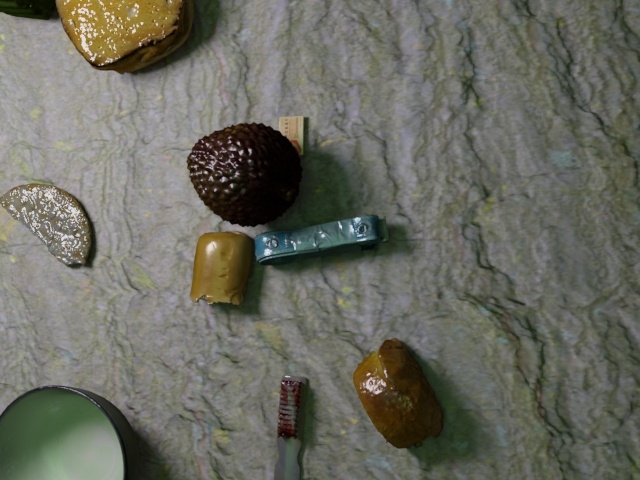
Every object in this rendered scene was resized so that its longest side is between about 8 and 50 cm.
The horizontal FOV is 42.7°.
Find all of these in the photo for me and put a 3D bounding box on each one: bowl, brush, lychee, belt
[{"bbox_3d":[-0.552,0.497,1.843,0.353,0.185,0.354,-1,85,14],"label":"bowl"},{"bbox_3d":[-0.072,0.461,1.799,0.060,0.050,0.321,3,87,11],"label":"brush"},{"bbox_3d":[-0.167,-0.148,1.782,0.271,0.236,0.236,18,90,25],"label":"lychee"},{"bbox_3d":[0.000,0.000,1.804,0.302,0.087,0.072,-9,71,13],"label":"belt"}]

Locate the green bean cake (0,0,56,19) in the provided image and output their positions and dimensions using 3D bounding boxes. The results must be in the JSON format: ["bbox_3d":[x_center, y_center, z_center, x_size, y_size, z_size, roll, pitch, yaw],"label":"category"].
[{"bbox_3d":[-0.755,-0.718,1.934,0.218,0.319,0.335,10,87,16],"label":"green bean cake"}]

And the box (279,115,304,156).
[{"bbox_3d":[-0.065,-0.238,1.874,0.058,0.015,0.093,0,84,12],"label":"box"}]

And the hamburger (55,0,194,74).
[{"bbox_3d":[-0.456,-0.547,1.918,0.304,0.174,0.284,-23,82,11],"label":"hamburger"}]

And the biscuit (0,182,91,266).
[{"bbox_3d":[-0.648,-0.056,1.993,0.290,0.038,0.141,41,95,12],"label":"biscuit"}]

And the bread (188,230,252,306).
[{"bbox_3d":[-0.227,0.060,1.852,0.134,0.085,0.173,4,86,14],"label":"bread"}]

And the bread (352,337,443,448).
[{"bbox_3d":[0.155,0.329,1.712,0.143,0.139,0.229,-36,76,17],"label":"bread"}]
